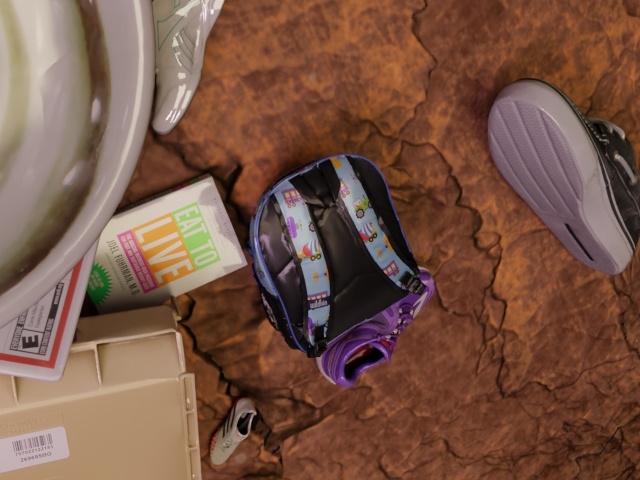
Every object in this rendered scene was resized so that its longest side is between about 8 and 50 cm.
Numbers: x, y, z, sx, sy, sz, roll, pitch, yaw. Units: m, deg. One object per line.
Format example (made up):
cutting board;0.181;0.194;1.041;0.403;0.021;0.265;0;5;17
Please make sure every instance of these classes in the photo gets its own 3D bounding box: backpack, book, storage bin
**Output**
backpack;0.000;0.000;0.622;0.158;0.117;0.173;-30;118;-15
book;-0.154;0.007;0.600;0.144;0.035;0.096;-25;115;-14
storage bin;-0.241;0.188;0.544;0.262;0.123;0.260;-7;111;-19

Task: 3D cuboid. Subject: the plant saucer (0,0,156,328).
plant saucer;-0.287;-0.116;0.341;0.400;0.100;0.400;-14;110;-43

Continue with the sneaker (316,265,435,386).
sneaker;0.074;0.102;0.720;0.170;0.071;0.068;-45;120;-7

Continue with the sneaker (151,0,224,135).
sneaker;-0.127;-0.167;0.548;0.061;0.054;0.152;15;93;-20

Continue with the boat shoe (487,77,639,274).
boat shoe;0.305;-0.090;0.761;0.119;0.121;0.335;-55;132;-10

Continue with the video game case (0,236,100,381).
video game case;-0.299;-0.029;0.436;0.285;0.025;0.204;15;70;-19

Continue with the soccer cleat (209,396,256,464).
soccer cleat;-0.095;0.210;0.691;0.029;0.035;0.083;27;93;-31
